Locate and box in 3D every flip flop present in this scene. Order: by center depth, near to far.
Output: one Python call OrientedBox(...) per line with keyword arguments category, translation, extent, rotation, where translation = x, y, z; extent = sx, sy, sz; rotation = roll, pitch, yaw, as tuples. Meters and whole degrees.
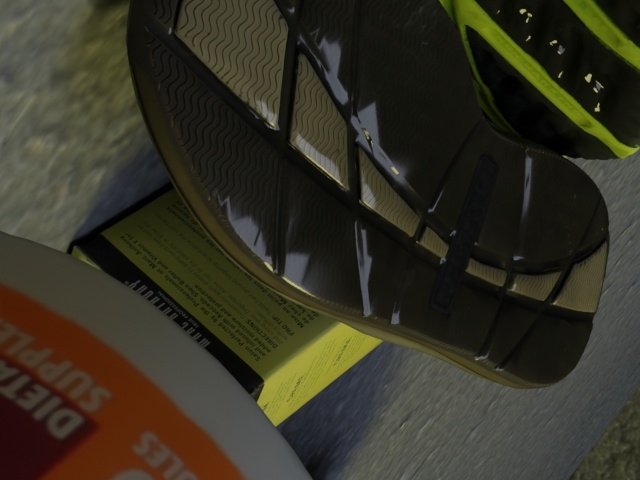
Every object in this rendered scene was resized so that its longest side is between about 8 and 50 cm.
OrientedBox(category="flip flop", translation=(0.016, -0.024, 0.691), extent=(0.277, 0.080, 0.112), rotation=(32, 78, -52))

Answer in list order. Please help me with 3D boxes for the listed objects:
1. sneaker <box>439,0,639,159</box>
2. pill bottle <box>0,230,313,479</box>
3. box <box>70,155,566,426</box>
OrientedBox(category="sneaker", translation=(0.094, -0.174, 0.620), extent=(0.385, 0.145, 0.147), rotation=(105, 11, -66))
OrientedBox(category="pill bottle", translation=(-0.167, 0.169, 0.376), extent=(0.392, 0.224, 0.224), rotation=(-41, 162, -51))
OrientedBox(category="box", translation=(0.000, 0.000, 0.786), extent=(0.232, 0.087, 0.058), rotation=(-37, 161, -46))
